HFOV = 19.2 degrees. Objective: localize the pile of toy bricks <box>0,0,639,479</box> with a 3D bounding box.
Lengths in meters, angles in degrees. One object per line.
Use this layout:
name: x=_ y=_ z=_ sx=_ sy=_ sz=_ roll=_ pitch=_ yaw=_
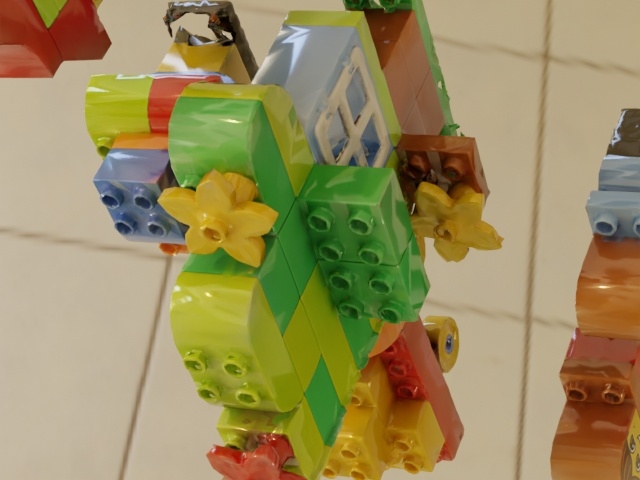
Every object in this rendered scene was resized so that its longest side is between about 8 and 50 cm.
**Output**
pile of toy bricks: x=0.000 y=0.000 z=0.355 sx=0.118 sy=0.212 sz=0.105 roll=2 pitch=47 yaw=27
